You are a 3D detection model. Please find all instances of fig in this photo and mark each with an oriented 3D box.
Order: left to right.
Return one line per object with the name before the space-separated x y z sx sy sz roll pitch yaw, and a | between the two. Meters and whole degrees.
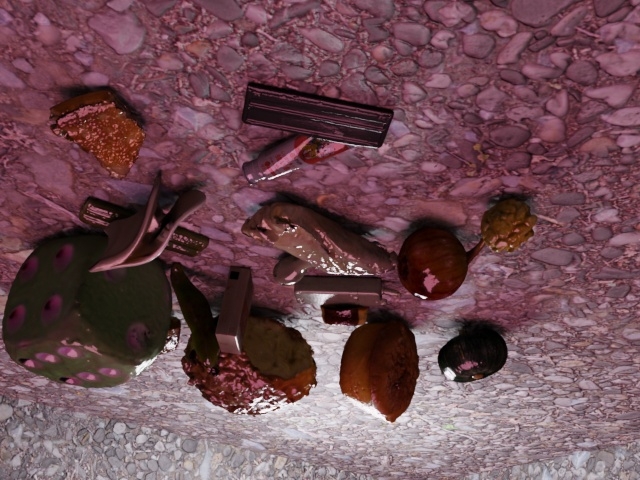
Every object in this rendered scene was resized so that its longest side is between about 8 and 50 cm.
fig | 0.287 0.052 1.771 0.207 0.175 0.175 -6 156 -20

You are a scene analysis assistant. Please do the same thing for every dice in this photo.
dice | -0.601 0.190 1.983 0.322 0.330 0.318 -16 146 31

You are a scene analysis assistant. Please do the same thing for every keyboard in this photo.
keyboard | 0.046 -0.218 1.422 0.381 0.041 0.103 15 138 -4

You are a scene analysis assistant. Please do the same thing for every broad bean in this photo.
broad bean | -0.327 0.218 2.062 0.077 0.339 0.061 -19 -179 5

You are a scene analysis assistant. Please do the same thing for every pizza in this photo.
pizza | -0.418 -0.216 1.490 0.147 0.069 0.226 -29 145 14

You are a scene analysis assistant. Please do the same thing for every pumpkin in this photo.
pumpkin | 0.448 0.338 2.259 0.211 0.152 0.211 -10 146 -7

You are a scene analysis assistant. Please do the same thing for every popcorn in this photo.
popcorn | 0.401 -0.031 1.634 0.116 0.120 0.106 14 -175 -1

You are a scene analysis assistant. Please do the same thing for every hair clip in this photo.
hair clip | -0.384 -0.037 1.709 0.113 0.172 0.282 36 117 -23

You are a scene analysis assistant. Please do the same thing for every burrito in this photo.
burrito | -0.005 0.002 1.775 0.348 0.107 0.175 21 163 -23

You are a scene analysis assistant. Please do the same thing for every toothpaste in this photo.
toothpaste | -0.049 -0.174 1.518 0.234 0.057 0.089 -21 136 25

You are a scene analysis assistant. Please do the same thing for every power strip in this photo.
power strip | 0.075 0.140 2.060 0.288 0.053 0.093 1 151 7

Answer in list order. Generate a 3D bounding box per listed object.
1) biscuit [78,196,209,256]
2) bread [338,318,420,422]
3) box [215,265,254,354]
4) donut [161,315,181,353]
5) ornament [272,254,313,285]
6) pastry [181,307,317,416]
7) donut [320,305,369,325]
biscuit | -0.430 -0.024 1.867 0.322 0.038 0.099 21 145 -25
bread | 0.180 0.377 2.244 0.172 0.312 0.312 3 154 29
box | -0.229 0.188 2.047 0.058 0.201 0.141 8 150 4
donut | -0.507 0.310 2.398 0.126 0.144 0.186 -7 129 -20
ornament | -0.058 0.065 1.930 0.075 0.081 0.156 50 136 -6
pastry | -0.225 0.372 2.287 0.405 0.292 0.337 21 136 -30
donut | 0.069 0.205 2.121 0.140 0.059 0.140 1 -179 0
